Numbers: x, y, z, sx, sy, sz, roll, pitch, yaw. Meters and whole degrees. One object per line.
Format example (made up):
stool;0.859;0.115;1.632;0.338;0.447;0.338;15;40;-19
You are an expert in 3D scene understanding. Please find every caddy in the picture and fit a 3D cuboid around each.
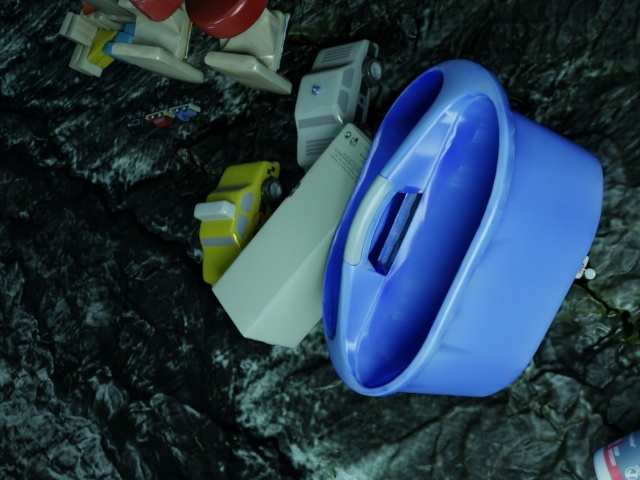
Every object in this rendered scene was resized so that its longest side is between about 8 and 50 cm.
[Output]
caddy;0.111;-0.004;0.777;0.341;0.179;0.241;-68;26;17

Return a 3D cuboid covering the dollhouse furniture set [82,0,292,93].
dollhouse furniture set;-0.173;-0.397;1.063;0.394;0.256;0.362;10;92;18

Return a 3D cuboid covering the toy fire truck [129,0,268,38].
toy fire truck;-0.137;-0.388;0.844;0.302;0.169;0.254;-49;57;10

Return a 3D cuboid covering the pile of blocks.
pile of blocks;-0.309;-0.398;1.294;0.362;0.113;0.149;-38;58;21

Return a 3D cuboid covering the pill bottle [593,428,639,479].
pill bottle;0.340;0.190;0.668;0.180;0.108;0.108;-35;59;21

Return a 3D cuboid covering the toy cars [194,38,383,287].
toy cars;-0.055;-0.106;1.037;0.393;0.087;0.176;-49;49;13

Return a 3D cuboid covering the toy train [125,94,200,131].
toy train;-0.254;-0.199;1.250;0.158;0.027;0.036;-8;75;34

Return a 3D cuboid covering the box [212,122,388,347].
box;0.000;0.000;0.962;0.275;0.113;0.094;-48;54;12

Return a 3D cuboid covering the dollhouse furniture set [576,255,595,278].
dollhouse furniture set;0.237;0.051;0.844;0.081;0.091;0.114;15;112;-2
